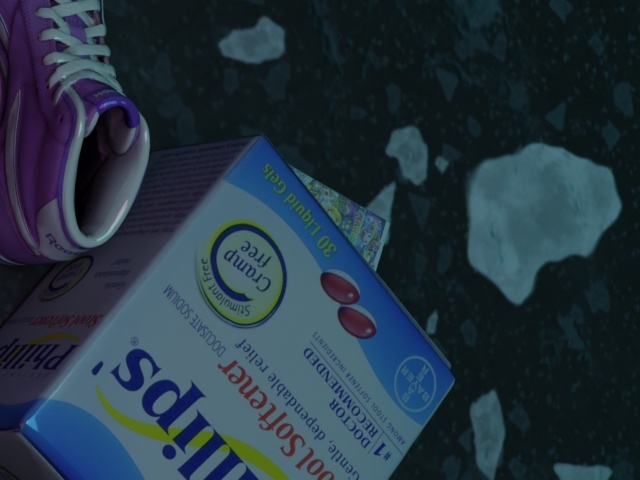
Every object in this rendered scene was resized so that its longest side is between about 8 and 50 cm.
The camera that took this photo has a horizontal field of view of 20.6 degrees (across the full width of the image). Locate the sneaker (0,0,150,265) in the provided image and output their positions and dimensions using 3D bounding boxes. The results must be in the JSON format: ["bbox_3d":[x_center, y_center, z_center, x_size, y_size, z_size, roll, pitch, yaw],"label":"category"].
[{"bbox_3d":[-0.169,-0.125,1.234,0.102,0.161,0.282,4,83,-37],"label":"sneaker"}]

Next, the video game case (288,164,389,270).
[{"bbox_3d":[0.000,0.000,1.451,0.122,0.011,0.087,29,69,-34],"label":"video game case"}]

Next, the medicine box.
[{"bbox_3d":[-0.086,0.116,1.288,0.263,0.149,0.289,51,58,-24],"label":"medicine box"}]
